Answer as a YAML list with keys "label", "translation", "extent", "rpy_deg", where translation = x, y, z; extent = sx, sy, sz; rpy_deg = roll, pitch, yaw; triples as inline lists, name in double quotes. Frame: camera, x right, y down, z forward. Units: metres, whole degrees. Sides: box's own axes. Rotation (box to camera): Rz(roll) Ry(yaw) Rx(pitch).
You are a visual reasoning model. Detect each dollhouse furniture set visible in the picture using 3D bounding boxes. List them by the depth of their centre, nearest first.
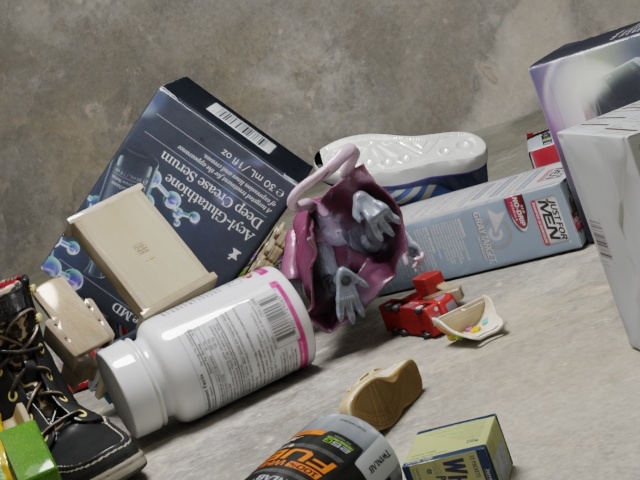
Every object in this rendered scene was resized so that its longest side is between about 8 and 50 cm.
- label: "dollhouse furniture set"
  translation: [-0.405, 0.266, 1.390]
  extent: [0.197, 0.151, 0.301]
  rpy_deg: [-24, 34, -16]
- label: "dollhouse furniture set"
  translation: [-0.336, 0.114, 1.921]
  extent: [0.286, 0.198, 0.303]
  rpy_deg: [-30, -21, -32]

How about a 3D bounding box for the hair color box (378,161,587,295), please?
- label: "hair color box"
  translation: [0.266, -0.024, 2.051]
  extent: [0.374, 0.113, 0.185]
  rpy_deg: [-16, 10, 31]

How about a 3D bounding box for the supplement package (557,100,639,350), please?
- label: "supplement package"
  translation: [0.383, -0.015, 1.288]
  extent: [0.145, 0.262, 0.204]
  rpy_deg: [-21, 9, -6]

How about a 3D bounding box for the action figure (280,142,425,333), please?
- label: "action figure"
  translation: [0.000, 0.000, 1.910]
  extent: [0.248, 0.275, 0.370]
  rpy_deg: [-36, 16, -2]

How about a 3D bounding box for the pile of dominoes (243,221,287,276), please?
- label: "pile of dominoes"
  translation: [-0.120, 0.093, 2.046]
  extent: [0.251, 0.040, 0.196]
  rpy_deg: [-60, 5, -13]

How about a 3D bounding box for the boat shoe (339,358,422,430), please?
- label: "boat shoe"
  translation: [0.062, 0.188, 1.464]
  extent: [0.059, 0.063, 0.170]
  rpy_deg: [-18, 0, 31]

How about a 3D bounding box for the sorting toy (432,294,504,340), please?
- label: "sorting toy"
  translation: [0.204, 0.113, 1.640]
  extent: [0.083, 0.045, 0.075]
  rpy_deg: [-23, 17, -17]

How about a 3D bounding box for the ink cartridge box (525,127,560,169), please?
- label: "ink cartridge box"
  translation: [0.533, -0.160, 2.205]
  extent: [0.309, 0.130, 0.272]
  rpy_deg: [-18, 11, 11]

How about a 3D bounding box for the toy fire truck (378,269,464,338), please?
- label: "toy fire truck"
  translation: [0.162, 0.092, 1.816]
  extent: [0.135, 0.047, 0.192]
  rpy_deg: [-25, 10, -25]

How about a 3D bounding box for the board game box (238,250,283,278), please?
- label: "board game box"
  translation: [-0.097, 0.047, 2.635]
  extent: [0.347, 0.056, 0.208]
  rpy_deg: [-26, 15, -28]

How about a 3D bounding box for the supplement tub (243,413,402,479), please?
- label: "supplement tub"
  translation: [-0.016, 0.245, 1.114]
  extent: [0.117, 0.117, 0.190]
  rpy_deg: [-14, 12, 35]

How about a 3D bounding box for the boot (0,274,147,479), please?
- label: "boot"
  translation: [-0.380, 0.196, 1.652]
  extent: [0.138, 0.284, 0.377]
  rpy_deg: [-25, 10, -26]

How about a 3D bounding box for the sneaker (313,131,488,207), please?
- label: "sneaker"
  translation: [0.151, -0.072, 2.275]
  extent: [0.323, 0.236, 0.130]
  rpy_deg: [-6, 41, -6]

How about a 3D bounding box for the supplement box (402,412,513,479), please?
- label: "supplement box"
  translation: [0.131, 0.212, 1.170]
  extent: [0.083, 0.056, 0.083]
  rpy_deg: [-17, 10, 18]

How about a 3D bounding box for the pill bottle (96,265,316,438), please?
- label: "pill bottle"
  translation: [-0.163, 0.161, 1.770]
  extent: [0.283, 0.160, 0.160]
  rpy_deg: [-24, 10, -20]

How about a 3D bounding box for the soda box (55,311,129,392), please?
- label: "soda box"
  translation: [-0.417, 0.195, 2.323]
  extent: [0.083, 0.092, 0.263]
  rpy_deg: [-19, 9, 6]

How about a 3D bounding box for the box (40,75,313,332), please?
- label: "box"
  translation: [-0.249, -0.042, 2.195]
  extent: [0.395, 0.293, 0.212]
  rpy_deg: [-54, 3, 14]

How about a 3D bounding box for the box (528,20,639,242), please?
- label: "box"
  translation: [0.514, -0.182, 1.866]
  extent: [0.294, 0.296, 0.183]
  rpy_deg: [-15, 11, 36]
